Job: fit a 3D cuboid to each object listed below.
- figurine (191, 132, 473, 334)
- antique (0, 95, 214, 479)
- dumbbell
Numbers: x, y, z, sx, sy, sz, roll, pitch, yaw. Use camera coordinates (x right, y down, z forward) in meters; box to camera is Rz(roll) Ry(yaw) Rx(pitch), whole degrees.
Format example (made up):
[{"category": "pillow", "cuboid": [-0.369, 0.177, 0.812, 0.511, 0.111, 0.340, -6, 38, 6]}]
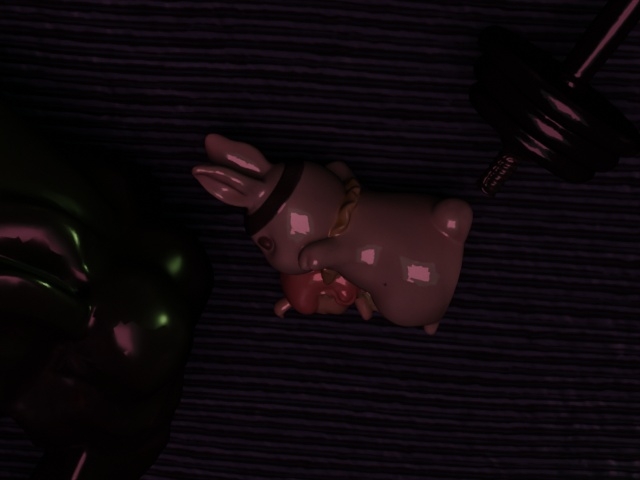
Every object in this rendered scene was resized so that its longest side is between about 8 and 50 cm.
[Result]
[{"category": "figurine", "cuboid": [-0.001, 0.007, 0.673, 0.146, 0.081, 0.098, 13, 111, -2]}, {"category": "antique", "cuboid": [-0.217, 0.027, 0.642, 0.255, 0.185, 0.322, -42, 99, 18]}, {"category": "dumbbell", "cuboid": [0.142, -0.105, 0.612, 0.099, 0.099, 0.208, 33, 110, -9]}]
